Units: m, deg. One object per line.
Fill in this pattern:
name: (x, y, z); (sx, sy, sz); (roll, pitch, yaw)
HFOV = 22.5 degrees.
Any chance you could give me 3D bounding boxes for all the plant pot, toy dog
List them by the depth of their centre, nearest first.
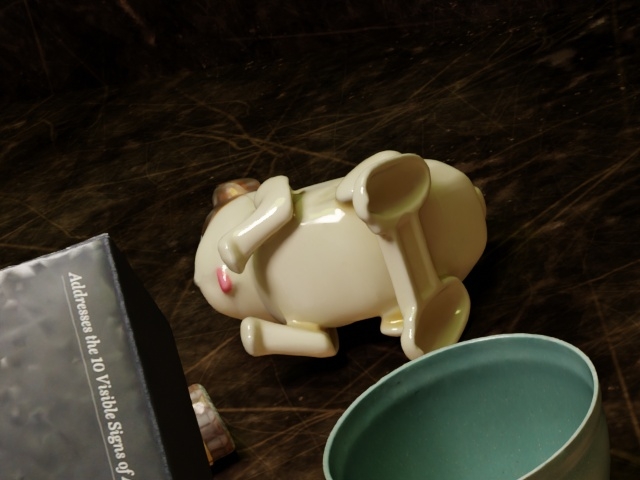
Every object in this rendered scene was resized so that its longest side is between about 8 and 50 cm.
plant pot: (0.174, 0.259, 1.659); (0.293, 0.196, 0.293); (-20, 24, 9)
toy dog: (0.000, 0.000, 2.260); (0.408, 0.284, 0.395); (-8, 28, 35)

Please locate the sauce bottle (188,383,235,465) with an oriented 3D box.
sauce bottle: (-0.284, 0.304, 2.078); (0.344, 0.111, 0.111); (-26, 24, -10)

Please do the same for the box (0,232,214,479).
box: (-0.338, 0.314, 1.557); (0.472, 0.297, 0.479); (-18, 68, 2)
